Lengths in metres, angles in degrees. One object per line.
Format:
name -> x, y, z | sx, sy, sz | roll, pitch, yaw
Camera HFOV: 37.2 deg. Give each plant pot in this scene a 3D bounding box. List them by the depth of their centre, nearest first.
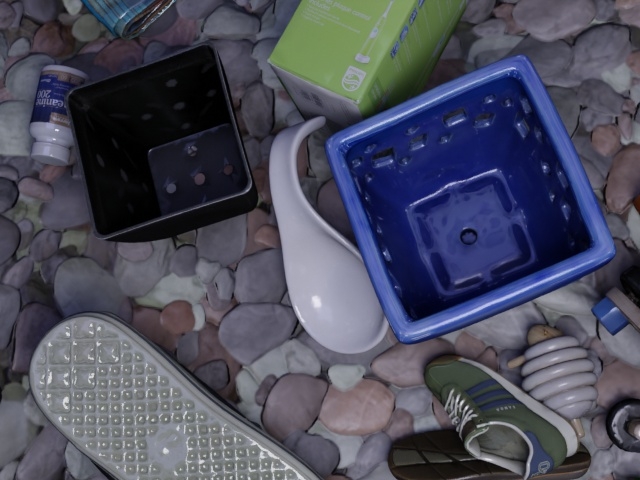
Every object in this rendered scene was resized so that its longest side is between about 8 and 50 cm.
plant pot -> 0.160, -0.025, 1.033 | 0.235, 0.212, 0.236 | -22, 75, 5
plant pot -> -0.170, -0.097, 1.138 | 0.187, 0.167, 0.188 | -18, 76, 6

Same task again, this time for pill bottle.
pill bottle -> -0.341, -0.161, 1.237 | 0.067, 0.067, 0.120 | 6, 79, 12

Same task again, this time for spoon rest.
spoon rest -> 0.000, 0.000, 1.092 | 0.137, 0.084, 0.277 | -15, 93, 39

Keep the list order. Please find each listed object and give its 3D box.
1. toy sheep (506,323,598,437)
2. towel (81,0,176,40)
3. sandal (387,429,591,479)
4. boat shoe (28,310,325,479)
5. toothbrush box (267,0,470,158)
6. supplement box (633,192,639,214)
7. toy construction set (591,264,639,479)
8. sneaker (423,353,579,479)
toy sheep -> 0.260, 0.153, 1.042 | 0.091, 0.091, 0.132 | -21, 72, 6
towel -> -0.281, -0.479, 1.311 | 0.271, 0.040, 0.370 | -41, 73, -1
sandal -> 0.185, 0.253, 1.047 | 0.219, 0.090, 0.060 | -3, 114, 0
boat shoe -> -0.116, 0.275, 1.058 | 0.500, 0.156, 0.187 | 44, 84, 5
toothbrush box -> 0.077, -0.265, 1.107 | 0.122, 0.206, 0.283 | 28, 85, 16
supplement box -> 0.474, -0.068, 1.052 | 0.233, 0.080, 0.078 | -25, 76, 3
toy construction set -> 0.433, 0.121, 0.919 | 0.308, 0.237, 0.258 | -16, 87, 4
sneaker -> 0.174, 0.190, 1.020 | 0.192, 0.086, 0.064 | 28, 128, 34
